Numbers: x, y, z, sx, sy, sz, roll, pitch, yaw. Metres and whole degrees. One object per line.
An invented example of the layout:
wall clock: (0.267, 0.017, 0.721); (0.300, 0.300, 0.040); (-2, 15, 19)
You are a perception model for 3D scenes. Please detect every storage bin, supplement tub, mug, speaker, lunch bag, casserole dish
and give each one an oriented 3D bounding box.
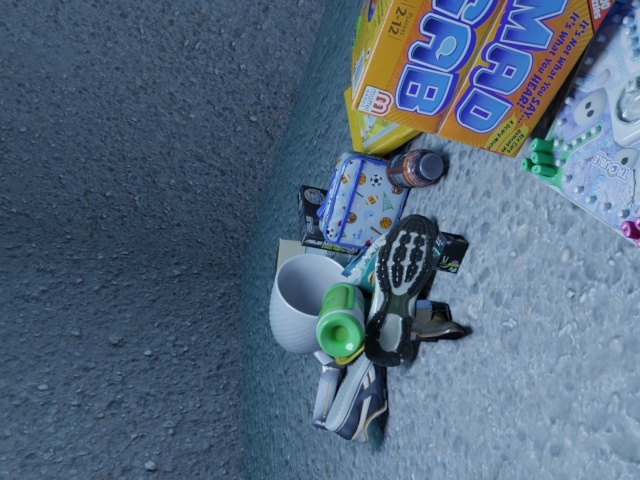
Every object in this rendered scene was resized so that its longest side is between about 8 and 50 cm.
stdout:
storage bin: (-0.151, 0.152, 2.652); (0.260, 0.123, 0.263); (114, 161, -70)
supplement tub: (0.263, -0.197, 1.595); (0.198, 0.105, 0.106); (-169, 90, -73)
mug: (-0.024, 0.287, 2.035); (0.374, 0.276, 0.328); (52, 146, 28)
speaker: (0.059, 0.208, 1.568); (0.296, 0.131, 0.131); (-72, -3, -76)
lunch bag: (0.125, -0.112, 1.758); (0.115, 0.243, 0.304); (-119, 43, -65)
casserole dish: (0.122, 0.078, 1.893); (0.114, 0.037, 0.188); (-43, -5, -10)

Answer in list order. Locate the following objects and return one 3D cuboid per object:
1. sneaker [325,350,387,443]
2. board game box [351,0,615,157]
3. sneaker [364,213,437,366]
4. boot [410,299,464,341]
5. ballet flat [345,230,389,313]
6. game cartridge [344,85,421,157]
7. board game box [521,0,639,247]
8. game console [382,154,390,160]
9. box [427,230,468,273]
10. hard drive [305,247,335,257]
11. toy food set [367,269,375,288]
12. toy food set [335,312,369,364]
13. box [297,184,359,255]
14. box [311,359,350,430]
sneaker: (0.128, 0.430, 1.659); (0.126, 0.127, 0.321); (-47, 11, 53)
board game box: (0.284, -0.449, 1.149); (0.357, 0.356, 0.356); (-85, 13, -47)
sneaker: (0.204, 0.125, 1.570); (0.182, 0.157, 0.411); (-64, -10, -88)
boot: (0.273, 0.185, 1.375); (0.219, 0.082, 0.106); (144, 132, -69)
ballet flat: (0.146, 0.133, 1.770); (0.147, 0.146, 0.409); (-98, 30, -46)
game cartridge: (0.210, -0.421, 1.765); (0.323, 0.052, 0.286); (-30, 61, 46)
board game box: (0.504, -0.224, 0.921); (0.390, 0.050, 0.390); (-113, 37, -61)
game console: (0.208, -0.316, 1.858); (0.144, 0.085, 0.124); (50, 119, 41)
box: (0.307, 0.028, 1.389); (0.052, 0.062, 0.083); (-111, 36, -62)
hard drive: (0.000, 0.000, 2.451); (0.307, 0.040, 0.203); (141, 137, -66)
toy food set: (0.167, 0.096, 1.599); (0.020, 0.083, 0.083); (26, 74, 35)
toy food set: (0.104, 0.273, 1.721); (0.218, 0.071, 0.128); (-44, 16, 11)
box: (0.030, -0.076, 2.093); (0.270, 0.216, 0.060); (-95, 24, -45)
box: (0.049, 0.465, 1.779); (0.231, 0.056, 0.183); (14, -93, -72)
